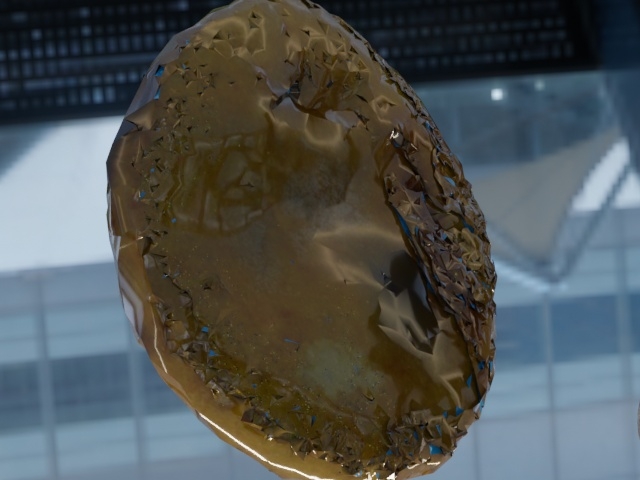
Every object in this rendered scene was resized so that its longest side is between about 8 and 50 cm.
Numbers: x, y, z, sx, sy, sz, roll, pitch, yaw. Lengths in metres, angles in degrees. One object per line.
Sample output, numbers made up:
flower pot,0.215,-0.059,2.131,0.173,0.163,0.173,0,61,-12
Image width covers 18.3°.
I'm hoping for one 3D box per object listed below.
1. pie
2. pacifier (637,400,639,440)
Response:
pie,-0.001,-0.001,1.038,0.273,0.273,0.069,-10,170,-41
pacifier,0.161,0.062,0.720,0.099,0.081,0.078,4,148,22
